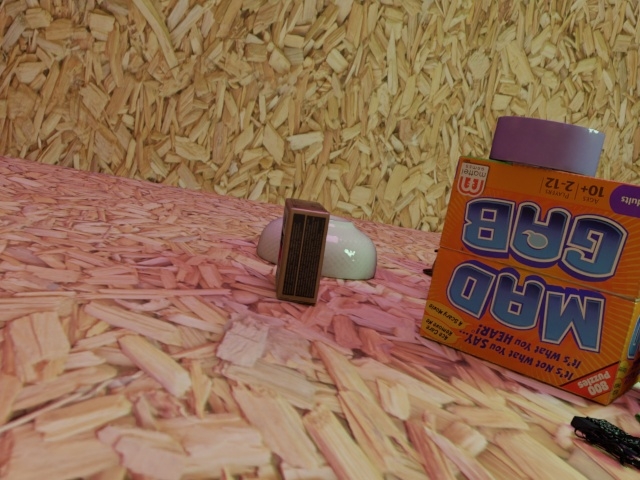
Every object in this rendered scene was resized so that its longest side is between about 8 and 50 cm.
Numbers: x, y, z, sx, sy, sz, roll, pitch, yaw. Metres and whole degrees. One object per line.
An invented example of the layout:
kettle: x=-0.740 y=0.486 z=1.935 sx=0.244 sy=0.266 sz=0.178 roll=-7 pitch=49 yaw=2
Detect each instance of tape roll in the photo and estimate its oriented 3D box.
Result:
tape roll: x=0.409 y=-0.169 z=1.166 sx=0.189 sy=0.080 sz=0.189 roll=11 pitch=7 yaw=-1

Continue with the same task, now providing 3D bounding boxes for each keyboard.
keyboard: x=0.411 y=0.265 z=0.826 sx=0.100 sy=0.038 sz=0.192 roll=8 pitch=7 yaw=-24

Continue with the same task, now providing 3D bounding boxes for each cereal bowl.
cereal bowl: x=0.000 y=0.000 z=1.788 sx=0.339 sy=0.141 sz=0.339 roll=12 pitch=7 yaw=-1

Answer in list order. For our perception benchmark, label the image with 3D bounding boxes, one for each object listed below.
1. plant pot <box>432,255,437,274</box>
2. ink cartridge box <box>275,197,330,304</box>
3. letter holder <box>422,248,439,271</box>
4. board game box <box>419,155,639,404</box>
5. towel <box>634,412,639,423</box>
plant pot: x=0.415 y=0.041 z=1.650 sx=0.229 sy=0.263 sz=0.263 roll=-41 pitch=37 yaw=-25
ink cartridge box: x=-0.044 y=0.015 z=1.394 sx=0.088 sy=0.193 sz=0.234 roll=9 pitch=7 yaw=-7
letter holder: x=0.473 y=0.030 z=1.970 sx=0.215 sy=0.151 sz=0.302 roll=4 pitch=-5 yaw=-26
board game box: x=0.465 y=0.055 z=1.242 sx=0.357 sy=0.356 sz=0.356 roll=17 pitch=9 yaw=37
towel: x=0.531 y=0.273 z=0.895 sx=0.152 sy=0.023 sz=0.113 roll=0 pitch=24 yaw=-24
